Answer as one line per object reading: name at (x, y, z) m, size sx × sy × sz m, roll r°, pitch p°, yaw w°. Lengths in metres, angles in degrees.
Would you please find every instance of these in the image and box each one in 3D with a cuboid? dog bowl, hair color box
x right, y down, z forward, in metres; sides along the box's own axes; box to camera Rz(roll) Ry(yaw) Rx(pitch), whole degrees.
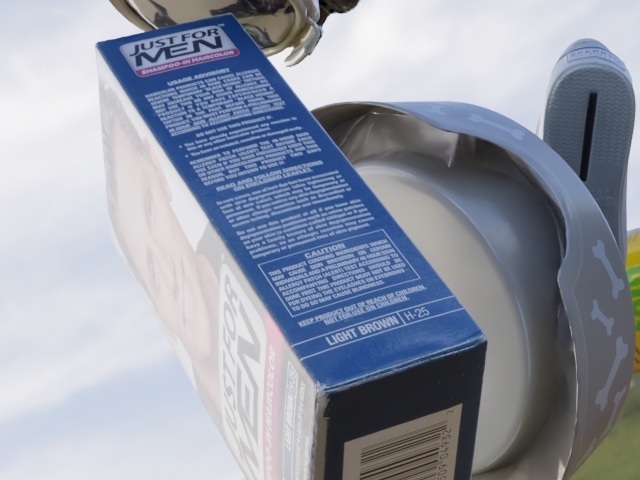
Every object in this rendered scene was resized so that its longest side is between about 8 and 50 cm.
dog bowl at (0.089, 0.052, 1.212) m, size 0.102 × 0.349 × 0.349 m, roll -21°, pitch -20°, yaw -40°
hair color box at (-0.032, 0.026, 0.975) m, size 0.105 × 0.347 × 0.174 m, roll -15°, pitch -47°, yaw -20°

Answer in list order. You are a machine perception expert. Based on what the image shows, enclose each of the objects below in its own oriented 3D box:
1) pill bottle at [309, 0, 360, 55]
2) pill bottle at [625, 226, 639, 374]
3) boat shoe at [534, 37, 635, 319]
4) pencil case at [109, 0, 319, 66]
pill bottle at (0.006, -0.288, 1.464) m, size 0.219 × 0.123 × 0.123 m, roll -60°, pitch -27°, yaw 4°
pill bottle at (0.303, 0.058, 1.515) m, size 0.245 × 0.136 × 0.136 m, roll -17°, pitch -12°, yaw 37°
boat shoe at (0.221, -0.028, 1.375) m, size 0.094 × 0.109 × 0.302 m, roll -65°, pitch -15°, yaw -64°
pencil case at (-0.053, -0.326, 1.186) m, size 0.183 × 0.410 × 0.160 m, roll 12°, pitch -25°, yaw -7°
